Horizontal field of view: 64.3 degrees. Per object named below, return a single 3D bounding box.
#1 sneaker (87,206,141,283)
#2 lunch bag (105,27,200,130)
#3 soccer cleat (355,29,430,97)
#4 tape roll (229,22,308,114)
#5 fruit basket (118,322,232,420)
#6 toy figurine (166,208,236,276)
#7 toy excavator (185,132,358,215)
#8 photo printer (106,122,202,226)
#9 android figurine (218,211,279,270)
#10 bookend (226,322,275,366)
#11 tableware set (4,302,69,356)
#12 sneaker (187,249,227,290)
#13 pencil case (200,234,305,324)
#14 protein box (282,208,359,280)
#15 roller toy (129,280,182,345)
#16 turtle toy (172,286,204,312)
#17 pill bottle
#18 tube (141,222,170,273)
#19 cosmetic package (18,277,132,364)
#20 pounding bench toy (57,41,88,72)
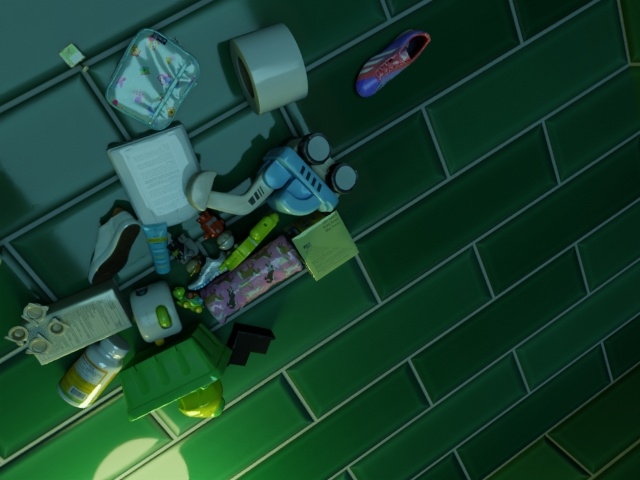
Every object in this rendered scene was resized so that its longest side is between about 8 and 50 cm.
[{"bbox_3d":[-0.701,0.014,1.696,0.290,0.123,0.106,-52,156,19],"label":"sneaker"},{"bbox_3d":[-0.511,-0.498,1.575,0.224,0.108,0.279,30,95,-26],"label":"lunch bag"},{"bbox_3d":[0.255,-0.635,1.816,0.318,0.116,0.109,-43,117,-3],"label":"soccer cleat"},{"bbox_3d":[-0.165,-0.543,1.617,0.169,0.246,0.246,-24,114,-11],"label":"tape roll"},{"bbox_3d":[-0.479,0.526,1.832,0.391,0.283,0.393,0,101,0],"label":"fruit basket"},{"bbox_3d":[-0.396,0.009,1.728,0.209,0.213,0.148,-42,100,-3],"label":"toy figurine"},{"bbox_3d":[-0.158,-0.180,1.702,0.433,0.222,0.445,43,75,-25],"label":"toy excavator"},{"bbox_3d":[-0.515,-0.199,1.673,0.255,0.107,0.308,-23,115,-11],"label":"photo printer"},{"bbox_3d":[-0.252,0.009,1.764,0.056,0.248,0.273,46,52,-6],"label":"android figurine"},{"bbox_3d":[-0.280,0.418,1.987,0.157,0.072,0.156,15,102,-25],"label":"bookend"},{"bbox_3d":[-0.899,0.285,1.614,0.141,0.020,0.169,39,90,-25],"label":"tableware set"},{"bbox_3d":[-0.411,0.105,1.844,0.190,0.071,0.083,-38,109,-14],"label":"sneaker"},{"bbox_3d":[-0.251,0.142,1.851,0.386,0.160,0.167,-35,128,-5],"label":"pencil case"},{"bbox_3d":[0.000,0.000,1.920,0.199,0.136,0.201,-33,116,-7],"label":"protein box"},{"bbox_3d":[-0.572,0.247,1.755,0.146,0.191,0.209,-18,151,-15],"label":"roller toy"},{"bbox_3d":[-0.478,0.213,1.842,0.130,0.095,0.066,28,76,-26],"label":"turtle toy"},{"bbox_3d":[-0.780,0.443,1.770,0.136,0.136,0.246,39,91,-27],"label":"pill bottle"},{"bbox_3d":[-0.548,0.024,1.725,0.080,0.052,0.207,-10,133,-15],"label":"tube"},{"bbox_3d":[-0.815,0.268,1.712,0.309,0.113,0.160,-23,114,-13],"label":"cosmetic package"},{"bbox_3d":[-0.724,-0.536,1.506,0.052,0.065,0.083,-41,117,-5],"label":"pounding bench toy"}]
